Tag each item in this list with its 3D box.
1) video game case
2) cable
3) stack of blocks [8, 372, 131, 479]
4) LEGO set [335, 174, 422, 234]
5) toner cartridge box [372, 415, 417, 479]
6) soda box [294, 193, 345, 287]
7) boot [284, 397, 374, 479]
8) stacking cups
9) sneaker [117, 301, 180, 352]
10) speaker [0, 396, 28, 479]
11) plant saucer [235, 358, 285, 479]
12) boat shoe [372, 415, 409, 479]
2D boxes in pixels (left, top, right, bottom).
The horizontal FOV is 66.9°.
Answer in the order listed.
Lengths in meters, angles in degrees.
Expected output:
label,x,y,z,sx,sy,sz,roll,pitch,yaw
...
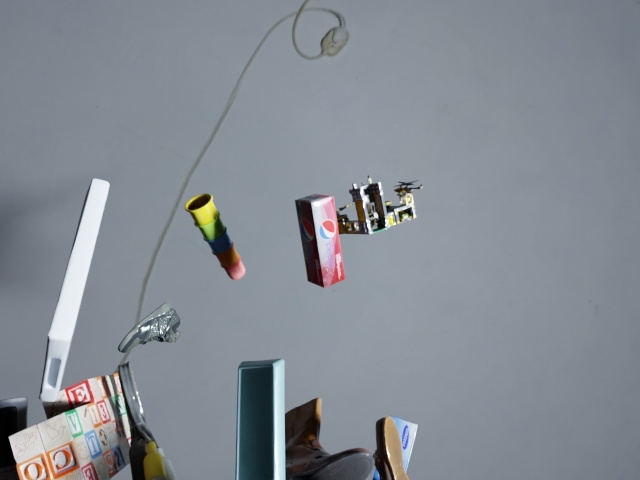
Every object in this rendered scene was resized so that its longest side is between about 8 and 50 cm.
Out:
label,x,y,z,sx,sy,sz,roll,pitch,yaw
video game case,-0.273,0.056,0.535,0.022,0.173,0.191,14,50,-24
cable,-0.311,0.360,0.889,0.072,0.140,0.287,-16,50,-14
stack of blocks,-0.420,0.342,0.862,0.087,0.297,0.171,-22,81,-8
LEGO set,0.190,-0.146,1.769,0.331,0.255,0.192,-16,101,-23
toner cartridge box,0.210,0.605,1.352,0.075,0.348,0.165,13,65,16
soda box,0.000,0.000,1.430,0.083,0.092,0.264,-21,112,-33
boot,0.001,0.499,1.195,0.264,0.280,0.096,-36,107,13
stacking cups,-0.340,-0.005,1.614,0.096,0.096,0.316,-27,129,-9
sneaker,-0.573,0.326,1.665,0.130,0.087,0.227,47,51,3
speaker,-0.540,0.348,0.843,0.055,0.055,0.136,-7,72,-9
plant saucer,-0.075,0.242,0.582,0.067,0.018,0.192,-10,70,24
boat shoe,0.156,0.524,1.137,0.073,0.073,0.207,10,65,-52
